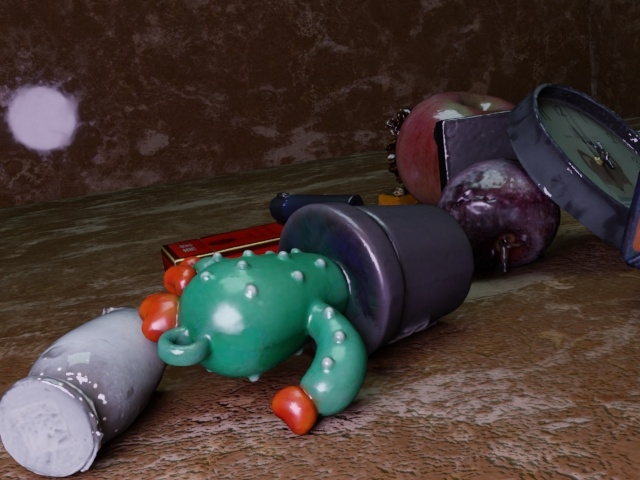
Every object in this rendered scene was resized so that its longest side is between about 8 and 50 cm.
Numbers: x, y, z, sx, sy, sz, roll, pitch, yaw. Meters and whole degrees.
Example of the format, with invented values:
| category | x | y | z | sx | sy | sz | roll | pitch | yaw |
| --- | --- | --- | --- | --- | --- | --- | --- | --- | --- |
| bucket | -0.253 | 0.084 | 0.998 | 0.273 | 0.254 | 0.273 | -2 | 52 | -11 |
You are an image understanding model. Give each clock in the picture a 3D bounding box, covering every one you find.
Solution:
| category | x | y | z | sx | sy | sz | roll | pitch | yaw |
| --- | --- | --- | --- | --- | --- | --- | --- | --- | --- |
| clock | 0.446 | -0.122 | 1.149 | 0.325 | 0.325 | 0.067 | -20 | -25 | -47 |

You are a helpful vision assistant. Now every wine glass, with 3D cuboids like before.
| category | x | y | z | sx | sy | sz | roll | pitch | yaw |
| --- | --- | --- | --- | --- | --- | --- | --- | --- | --- |
| wine glass | -0.223 | 0.139 | 0.710 | 0.111 | 0.111 | 0.204 | -5 | 15 | 10 |

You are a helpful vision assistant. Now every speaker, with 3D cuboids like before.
| category | x | y | z | sx | sy | sz | roll | pitch | yaw |
| --- | --- | --- | --- | --- | --- | --- | --- | --- | --- |
| speaker | 0.324 | -0.128 | 1.391 | 0.184 | 0.232 | 0.254 | -5 | 7 | 7 |

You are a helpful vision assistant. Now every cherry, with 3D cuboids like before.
| category | x | y | z | sx | sy | sz | roll | pitch | yaw |
| --- | --- | --- | --- | --- | --- | --- | --- | --- | --- |
| cherry | 0.275 | -0.044 | 1.141 | 0.195 | 0.195 | 0.195 | -7 | 12 | 1 |

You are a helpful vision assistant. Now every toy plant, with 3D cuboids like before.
| category | x | y | z | sx | sy | sz | roll | pitch | yaw |
| --- | --- | --- | --- | --- | --- | --- | --- | --- | --- |
| toy plant | -0.001 | 0.061 | 0.796 | 0.400 | 0.185 | 0.279 | -11 | 55 | -39 |

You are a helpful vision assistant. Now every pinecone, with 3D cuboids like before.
| category | x | y | z | sx | sy | sz | roll | pitch | yaw |
| --- | --- | --- | --- | --- | --- | --- | --- | --- | --- |
| pinecone | 0.298 | -0.259 | 2.032 | 0.243 | 0.243 | 0.257 | -3 | -29 | 19 |

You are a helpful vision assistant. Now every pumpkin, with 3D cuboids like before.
| category | x | y | z | sx | sy | sz | roll | pitch | yaw |
| --- | --- | --- | --- | --- | --- | --- | --- | --- | --- |
| pumpkin | 0.197 | -0.107 | 1.802 | 0.074 | 0.054 | 0.083 | 9 | 13 | 43 |

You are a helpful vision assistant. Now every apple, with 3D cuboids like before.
| category | x | y | z | sx | sy | sz | roll | pitch | yaw |
| --- | --- | --- | --- | --- | --- | --- | --- | --- | --- |
| apple | 0.345 | -0.207 | 1.732 | 0.345 | 0.269 | 0.345 | 8 | 26 | -4 |

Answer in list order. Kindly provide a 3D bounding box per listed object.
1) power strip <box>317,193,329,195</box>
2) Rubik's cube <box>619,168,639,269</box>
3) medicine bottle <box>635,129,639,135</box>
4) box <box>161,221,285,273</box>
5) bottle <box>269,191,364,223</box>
| category | x | y | z | sx | sy | sz | roll | pitch | yaw |
| --- | --- | --- | --- | --- | --- | --- | --- | --- | --- |
| power strip | 0.008 | -0.101 | 1.948 | 0.060 | 0.027 | 0.253 | -9 | 12 | -11 |
| Rubik's cube | 0.535 | -0.076 | 0.856 | 0.246 | 0.250 | 0.248 | 18 | 27 | 34 |
| medicine bottle | 0.842 | -0.217 | 1.728 | 0.225 | 0.139 | 0.139 | -12 | 13 | -25 |
| box | -0.158 | 0.027 | 1.307 | 0.240 | 0.074 | 0.153 | -13 | 18 | -19 |
| bottle | -0.014 | -0.077 | 1.711 | 0.244 | 0.082 | 0.072 | 1 | 16 | 37 |
